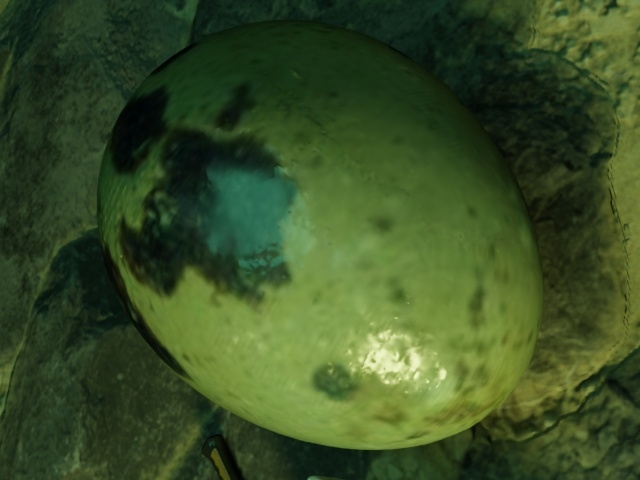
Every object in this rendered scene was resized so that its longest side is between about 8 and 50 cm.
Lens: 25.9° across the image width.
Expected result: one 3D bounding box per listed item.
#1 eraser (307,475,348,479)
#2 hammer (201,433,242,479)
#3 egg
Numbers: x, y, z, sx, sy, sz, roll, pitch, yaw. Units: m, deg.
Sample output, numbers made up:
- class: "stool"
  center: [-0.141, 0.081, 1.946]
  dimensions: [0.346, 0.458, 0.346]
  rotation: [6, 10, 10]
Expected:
- class: "eraser"
  center: [0.103, 0.302, 1.214]
  dimensions: [0.298, 0.076, 0.078]
  rotation: [23, 91, 39]
- class: "hammer"
  center: [-0.067, 0.277, 1.382]
  dimensions: [0.078, 0.021, 0.201]
  rotation: [-41, 57, 20]
- class: "egg"
  center: [0.000, 0.000, 1.213]
  dimensions: [0.428, 0.345, 0.345]
  rotation: [45, 105, 22]
